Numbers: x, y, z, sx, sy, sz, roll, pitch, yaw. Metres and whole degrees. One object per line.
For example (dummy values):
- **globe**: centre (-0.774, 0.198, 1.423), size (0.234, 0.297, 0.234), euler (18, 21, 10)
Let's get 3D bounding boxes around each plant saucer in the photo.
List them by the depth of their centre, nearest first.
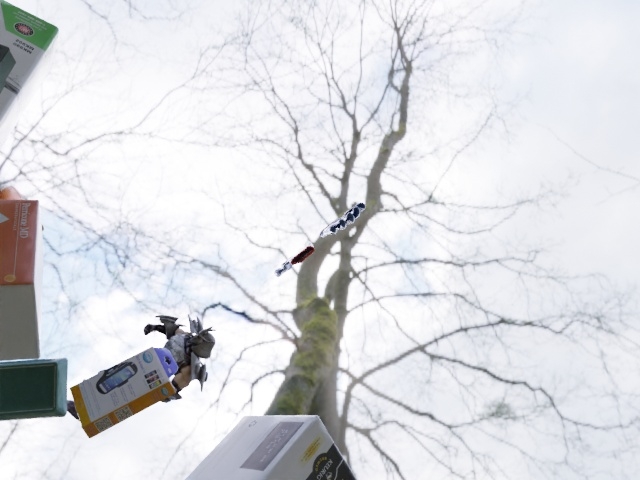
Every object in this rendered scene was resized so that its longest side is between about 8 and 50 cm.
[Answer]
- **plant saucer**: centre (-0.380, 0.169, 0.784), size (0.192, 0.067, 0.018), euler (-4, -15, -3)

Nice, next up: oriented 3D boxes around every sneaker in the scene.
- **sneaker**: centre (-0.534, -0.050, 1.254), size (0.067, 0.064, 0.175), euler (28, -14, 4)

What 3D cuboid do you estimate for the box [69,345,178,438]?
- **box**: centre (-0.252, 0.193, 0.923), size (0.136, 0.081, 0.028), euler (-25, -52, -16)

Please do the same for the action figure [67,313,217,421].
- **action figure**: centre (-0.296, 0.225, 1.226), size (0.285, 0.185, 0.099), euler (-30, -63, 12)

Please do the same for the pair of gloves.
- **pair of gloves**: centre (0.000, 0.000, 1.269), size (0.198, 0.159, 0.023), euler (-39, -87, -13)

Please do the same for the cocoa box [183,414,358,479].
- **cocoa box**: centre (-0.118, 0.505, 1.228), size (0.231, 0.347, 0.227), euler (-14, -69, 47)

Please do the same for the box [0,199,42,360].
- **box**: centre (-0.615, 0.062, 1.085), size (0.346, 0.215, 0.168), euler (-1, -50, -19)

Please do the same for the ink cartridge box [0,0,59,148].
- **ink cartridge box**: centre (-0.590, -0.273, 1.154), size (0.211, 0.289, 0.121), euler (25, -40, -18)
